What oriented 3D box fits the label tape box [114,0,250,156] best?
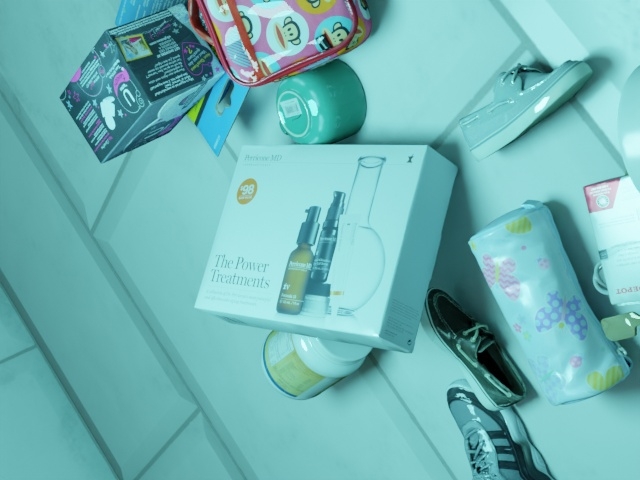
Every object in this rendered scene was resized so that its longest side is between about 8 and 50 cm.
[{"bbox_3d":[-0.198,-0.349,1.714,0.333,0.106,0.240,52,142,15],"label":"label tape box"}]

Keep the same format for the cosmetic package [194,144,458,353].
[{"bbox_3d":[0.000,0.000,1.524,0.377,0.097,0.284,4,72,41],"label":"cosmetic package"}]

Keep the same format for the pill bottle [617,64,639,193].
[{"bbox_3d":[0.477,-0.130,0.939,0.361,0.204,0.204,-9,103,52],"label":"pill bottle"}]

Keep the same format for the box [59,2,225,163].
[{"bbox_3d":[-0.296,-0.255,1.664,0.142,0.163,0.247,59,144,0],"label":"box"}]

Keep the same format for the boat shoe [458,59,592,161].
[{"bbox_3d":[0.251,-0.180,1.290,0.081,0.079,0.227,56,146,4],"label":"boat shoe"}]

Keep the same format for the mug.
[{"bbox_3d":[-0.010,-0.200,1.579,0.129,0.097,0.157,42,138,27],"label":"mug"}]

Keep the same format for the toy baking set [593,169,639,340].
[{"bbox_3d":[0.423,0.017,1.224,0.197,0.030,0.256,20,115,45],"label":"toy baking set"}]

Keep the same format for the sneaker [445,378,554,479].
[{"bbox_3d":[0.250,0.347,1.533,0.268,0.153,0.101,56,142,11],"label":"sneaker"}]

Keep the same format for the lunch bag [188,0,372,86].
[{"bbox_3d":[-0.085,-0.379,1.471,0.258,0.120,0.293,-20,94,23],"label":"lunch bag"}]

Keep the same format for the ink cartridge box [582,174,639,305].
[{"bbox_3d":[0.386,-0.006,1.185,0.109,0.063,0.150,-14,91,50],"label":"ink cartridge box"}]

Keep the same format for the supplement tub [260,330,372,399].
[{"bbox_3d":[-0.005,0.185,1.757,0.144,0.144,0.200,58,143,8],"label":"supplement tub"}]

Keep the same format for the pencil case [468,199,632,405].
[{"bbox_3d":[0.305,0.085,1.349,0.124,0.113,0.273,-32,85,48],"label":"pencil case"}]

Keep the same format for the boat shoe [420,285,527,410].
[{"bbox_3d":[0.232,0.154,1.516,0.219,0.078,0.070,52,143,3],"label":"boat shoe"}]
